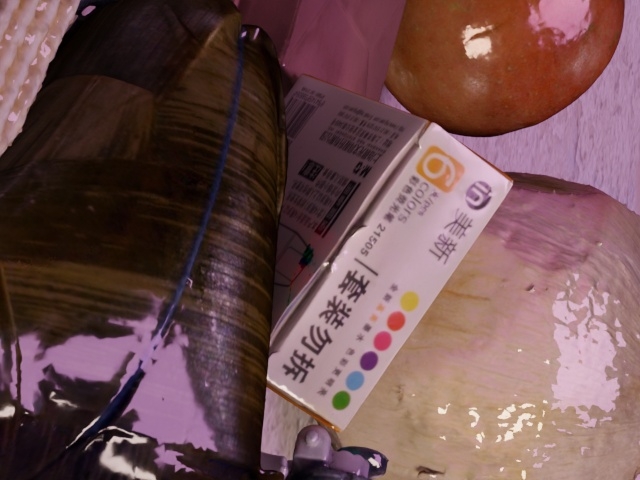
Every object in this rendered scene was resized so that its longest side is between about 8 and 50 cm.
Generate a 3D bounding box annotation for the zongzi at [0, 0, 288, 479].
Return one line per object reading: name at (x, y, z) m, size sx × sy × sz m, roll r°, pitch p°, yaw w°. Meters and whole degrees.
zongzi at (-0.196, -0.027, 1.080) m, size 0.432 × 0.208 × 0.403 m, roll 28°, pitch 59°, yaw -44°

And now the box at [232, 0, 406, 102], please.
box at (-0.010, -0.190, 1.546) m, size 0.215 × 0.086 × 0.215 m, roll 53°, pitch 47°, yaw -58°

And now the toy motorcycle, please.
toy motorcycle at (-0.048, 0.202, 1.313) m, size 0.260 × 0.171 × 0.110 m, roll 119°, pitch -18°, yaw -64°

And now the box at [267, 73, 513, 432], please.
box at (0.000, 0.000, 1.328) m, size 0.091 × 0.274 × 0.221 m, roll 35°, pitch 91°, yaw -22°

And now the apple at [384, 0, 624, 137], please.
apple at (0.164, -0.229, 1.741) m, size 0.253 × 0.253 × 0.253 m, roll 6°, pitch 90°, yaw -67°

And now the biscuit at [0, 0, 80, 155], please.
biscuit at (-0.177, -0.241, 1.083) m, size 0.426 × 0.144 × 0.078 m, roll -70°, pitch 152°, yaw -27°

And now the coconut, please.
coconut at (0.192, 0.121, 1.745) m, size 0.404 × 0.405 × 0.404 m, roll 6°, pitch 90°, yaw -67°
